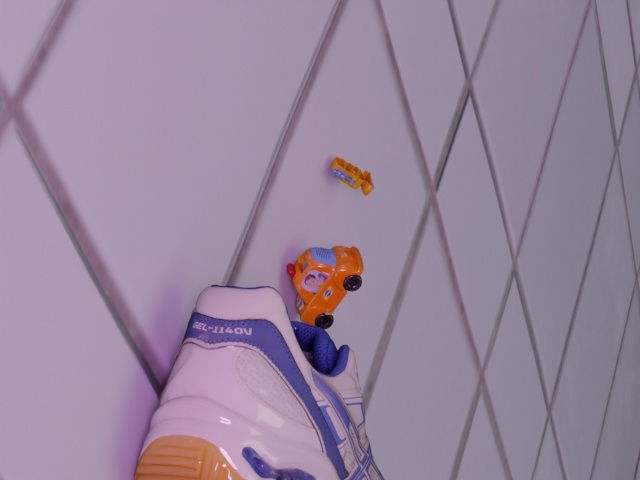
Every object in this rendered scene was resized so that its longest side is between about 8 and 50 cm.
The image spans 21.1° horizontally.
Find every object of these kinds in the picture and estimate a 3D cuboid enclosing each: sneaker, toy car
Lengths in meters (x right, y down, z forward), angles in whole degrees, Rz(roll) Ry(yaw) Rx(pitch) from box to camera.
[{"bbox_3d":[-0.001,0.119,0.989,0.296,0.112,0.131,52,47,-62],"label":"sneaker"},{"bbox_3d":[0.000,0.000,1.093,0.040,0.060,0.122,29,37,-21],"label":"toy car"}]
